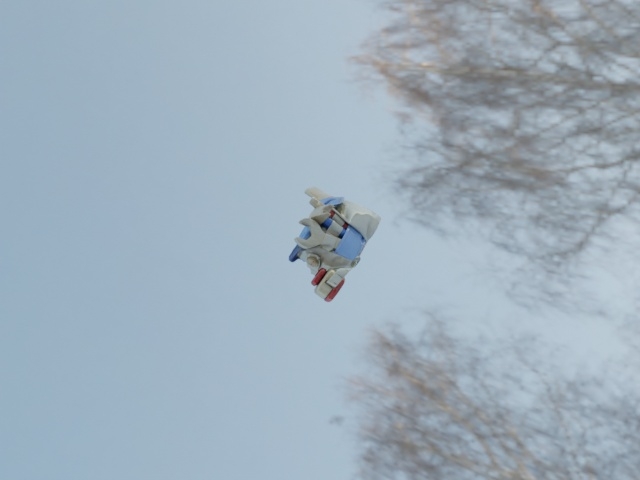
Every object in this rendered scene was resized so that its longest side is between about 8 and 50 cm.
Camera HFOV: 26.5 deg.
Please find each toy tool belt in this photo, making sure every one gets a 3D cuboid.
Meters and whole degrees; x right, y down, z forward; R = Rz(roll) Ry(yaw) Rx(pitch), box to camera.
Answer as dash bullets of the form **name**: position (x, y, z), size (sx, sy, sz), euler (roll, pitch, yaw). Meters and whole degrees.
- **toy tool belt**: position (0.000, 0.000, 0.864), size (0.051, 0.052, 0.083), euler (35, -140, -4)
